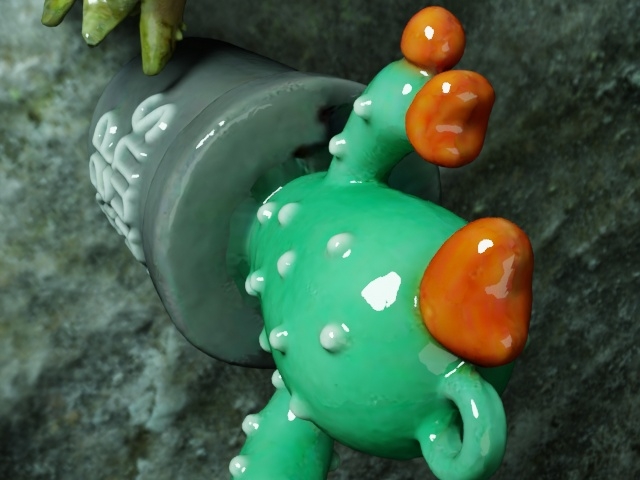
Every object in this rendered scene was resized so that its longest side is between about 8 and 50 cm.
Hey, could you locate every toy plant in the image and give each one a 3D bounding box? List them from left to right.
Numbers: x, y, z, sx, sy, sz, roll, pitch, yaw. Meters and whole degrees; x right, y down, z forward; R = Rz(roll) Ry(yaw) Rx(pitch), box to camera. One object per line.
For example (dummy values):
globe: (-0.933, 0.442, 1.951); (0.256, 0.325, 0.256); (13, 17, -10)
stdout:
toy plant: (-0.008, 0.011, 0.653); (0.185, 0.400, 0.279); (37, 92, -38)

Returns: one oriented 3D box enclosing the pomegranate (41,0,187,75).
pomegranate: (-0.095, -0.235, 0.603); (0.231, 0.231, 0.286); (24, 110, -38)
